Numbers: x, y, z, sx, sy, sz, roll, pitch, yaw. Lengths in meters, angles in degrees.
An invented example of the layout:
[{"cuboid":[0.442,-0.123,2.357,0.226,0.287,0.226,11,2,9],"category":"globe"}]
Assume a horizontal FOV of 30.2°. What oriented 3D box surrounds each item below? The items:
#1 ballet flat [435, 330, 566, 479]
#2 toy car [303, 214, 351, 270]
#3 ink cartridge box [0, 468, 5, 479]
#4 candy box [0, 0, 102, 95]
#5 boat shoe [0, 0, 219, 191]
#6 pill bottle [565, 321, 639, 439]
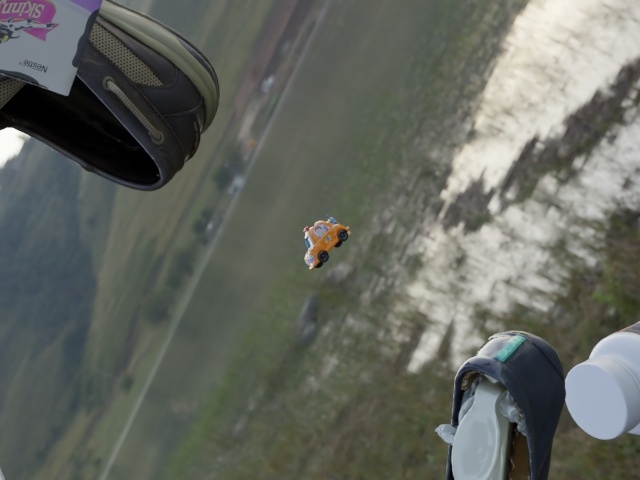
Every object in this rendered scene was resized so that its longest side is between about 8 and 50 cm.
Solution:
[{"cuboid":[0.091,0.150,0.660,0.074,0.074,0.203,-86,2,-77],"category":"ballet flat"},{"cuboid":[0.000,0.000,1.274,0.060,0.040,0.122,-47,0,0],"category":"toy car"},{"cuboid":[-0.347,0.235,0.794,0.395,0.270,0.151,32,115,61],"category":"ink cartridge box"},{"cuboid":[-0.225,-0.154,0.621,0.196,0.165,0.070,36,106,51],"category":"candy box"},{"cuboid":[-0.245,-0.155,0.929,0.132,0.355,0.130,-49,22,43],"category":"boat shoe"},{"cuboid":[0.345,0.136,1.224,0.193,0.108,0.108,-17,-28,-35],"category":"pill bottle"}]
